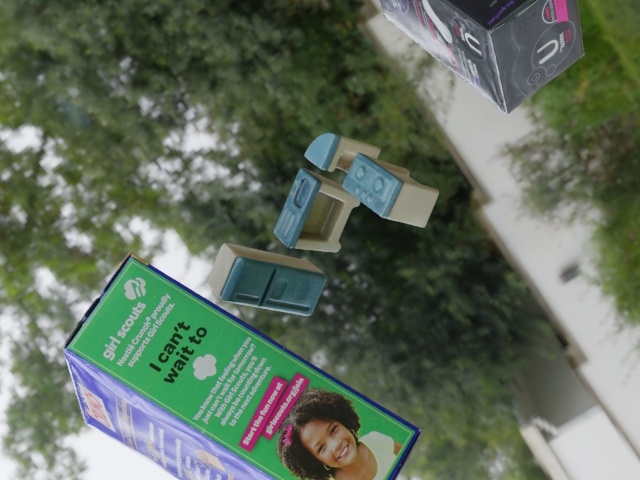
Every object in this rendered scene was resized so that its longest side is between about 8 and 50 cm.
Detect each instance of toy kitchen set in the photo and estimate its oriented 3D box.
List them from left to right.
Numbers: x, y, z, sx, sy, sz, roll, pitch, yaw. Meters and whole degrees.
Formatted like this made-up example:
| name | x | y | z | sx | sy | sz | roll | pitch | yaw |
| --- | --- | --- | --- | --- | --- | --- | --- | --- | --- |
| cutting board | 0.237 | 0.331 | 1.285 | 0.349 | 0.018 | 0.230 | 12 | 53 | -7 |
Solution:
| name | x | y | z | sx | sy | sz | roll | pitch | yaw |
| --- | --- | --- | --- | --- | --- | --- | --- | --- | --- |
| toy kitchen set | 0.000 | 0.000 | 1.263 | 0.122 | 0.207 | 0.166 | 12 | -163 | -35 |

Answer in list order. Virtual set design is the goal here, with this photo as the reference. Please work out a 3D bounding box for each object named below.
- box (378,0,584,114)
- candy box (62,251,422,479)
| name | x | y | z | sx | sy | sz | roll | pitch | yaw |
| --- | --- | --- | --- | --- | --- | --- | --- | --- | --- |
| box | 0.199 | -0.321 | 1.589 | 0.270 | 0.143 | 0.165 | 46 | 169 | 36 |
| candy box | -0.082 | 0.180 | 1.189 | 0.317 | 0.122 | 0.268 | 29 | 158 | 6 |
